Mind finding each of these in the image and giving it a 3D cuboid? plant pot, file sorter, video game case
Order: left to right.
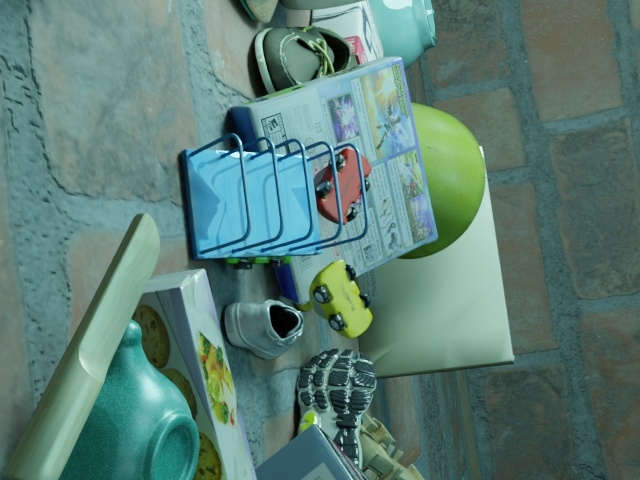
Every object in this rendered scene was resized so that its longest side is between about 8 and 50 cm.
[{"bbox_3d":[-0.044,-0.047,0.902,0.170,0.104,0.118,-1,81,-41],"label":"file sorter"},{"bbox_3d":[0.027,-0.085,1.133,0.061,0.244,0.269,16,-56,56],"label":"video game case"},{"bbox_3d":[0.097,-0.119,1.365,0.293,0.275,0.274,15,67,-64],"label":"plant pot"},{"bbox_3d":[0.141,-0.486,1.813,0.293,0.196,0.292,-10,90,-75],"label":"plant pot"}]

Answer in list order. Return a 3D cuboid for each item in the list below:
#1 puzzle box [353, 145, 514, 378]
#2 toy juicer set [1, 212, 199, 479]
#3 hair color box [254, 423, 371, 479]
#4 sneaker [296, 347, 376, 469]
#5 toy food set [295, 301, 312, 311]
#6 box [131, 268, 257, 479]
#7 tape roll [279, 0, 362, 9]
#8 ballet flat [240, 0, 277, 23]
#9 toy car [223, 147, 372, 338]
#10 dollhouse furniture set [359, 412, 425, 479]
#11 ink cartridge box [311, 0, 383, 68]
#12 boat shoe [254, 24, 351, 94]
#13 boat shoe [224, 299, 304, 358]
[{"bbox_3d":[0.195,0.041,1.554,0.052,0.272,0.408,41,43,-67],"label":"puzzle box"},{"bbox_3d":[-0.154,0.169,0.576,0.209,0.090,0.328,-57,145,-49],"label":"toy juicer set"},{"bbox_3d":[0.065,0.373,0.954,0.185,0.114,0.374,49,-5,41],"label":"hair color box"},{"bbox_3d":[0.011,0.258,1.138,0.275,0.107,0.110,-74,170,-48],"label":"sneaker"},{"bbox_3d":[0.000,0.000,1.244,0.128,0.071,0.217,63,23,-49],"label":"toy food set"},{"bbox_3d":[-0.105,0.188,0.758,0.063,0.067,0.323,-45,125,-71],"label":"box"},{"bbox_3d":[0.056,-0.461,1.323,0.286,0.286,0.100,-76,153,-56],"label":"tape roll"},{"bbox_3d":[-0.089,-0.408,1.095,0.316,0.106,0.107,58,27,-56],"label":"ballet flat"},{"bbox_3d":[-0.034,0.002,1.016,0.225,0.053,0.238,2,86,-39],"label":"toy car"},{"bbox_3d":[0.054,0.334,1.289,0.182,0.101,0.161,44,3,-43],"label":"dollhouse furniture set"},{"bbox_3d":[0.051,-0.345,1.581,0.172,0.100,0.237,66,21,-45],"label":"ink cartridge box"},{"bbox_3d":[-0.022,-0.279,1.289,0.305,0.091,0.109,-48,128,-71],"label":"boat shoe"},{"bbox_3d":[-0.053,0.100,1.003,0.184,0.063,0.066,44,39,-65],"label":"boat shoe"}]
